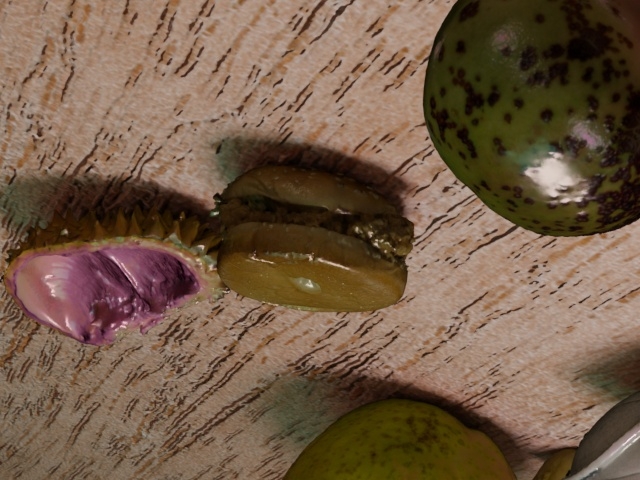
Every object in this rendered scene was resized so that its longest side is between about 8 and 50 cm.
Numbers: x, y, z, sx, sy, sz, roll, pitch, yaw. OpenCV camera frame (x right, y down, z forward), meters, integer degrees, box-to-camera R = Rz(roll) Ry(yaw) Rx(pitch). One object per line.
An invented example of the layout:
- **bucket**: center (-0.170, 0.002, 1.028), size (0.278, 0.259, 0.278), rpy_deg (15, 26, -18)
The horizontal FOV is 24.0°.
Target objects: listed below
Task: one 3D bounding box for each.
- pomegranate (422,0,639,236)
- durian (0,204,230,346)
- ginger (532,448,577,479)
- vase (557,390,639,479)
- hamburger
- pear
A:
- **pomegranate**: center (0.197, -0.120, 1.065), size (0.248, 0.214, 0.214), rpy_deg (-34, 130, 20)
- **durian**: center (-0.239, 0.017, 1.740), size (0.191, 0.112, 0.341), rpy_deg (42, 140, -23)
- **ginger**: center (0.389, 0.370, 1.991), size (0.263, 0.109, 0.116), rpy_deg (31, 150, -21)
- **vase**: center (0.455, 0.225, 1.522), size (0.250, 0.250, 0.445), rpy_deg (28, 149, -18)
- **hamburger**: center (0.000, 0.000, 1.507), size (0.215, 0.122, 0.189), rpy_deg (3, 157, 24)
- **pear**: center (0.102, 0.392, 1.961), size (0.391, 0.391, 0.391), rpy_deg (16, 155, 8)
